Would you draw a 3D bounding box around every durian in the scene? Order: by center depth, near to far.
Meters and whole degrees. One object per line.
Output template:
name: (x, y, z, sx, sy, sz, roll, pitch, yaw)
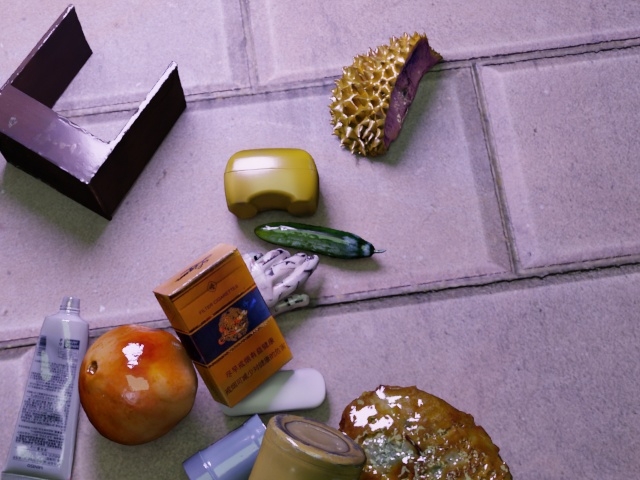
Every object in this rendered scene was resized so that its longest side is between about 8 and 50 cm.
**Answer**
durian: (0.104, -0.297, 1.810, 0.186, 0.154, 0.261, 3, 64, 26)

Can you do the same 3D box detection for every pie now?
pie: (0.169, 0.413, 1.600, 0.288, 0.103, 0.355, -38, 70, -10)

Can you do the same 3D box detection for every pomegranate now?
pomegranate: (-0.313, 0.248, 1.596, 0.209, 0.209, 0.209, 0, 74, 0)

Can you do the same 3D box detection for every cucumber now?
cucumber: (0.000, 0.000, 1.747, 0.250, 0.056, 0.056, 12, 74, 4)

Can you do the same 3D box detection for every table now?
table: (-0.434, -0.238, 1.747, 0.250, 0.196, 0.282, 29, 73, 9)

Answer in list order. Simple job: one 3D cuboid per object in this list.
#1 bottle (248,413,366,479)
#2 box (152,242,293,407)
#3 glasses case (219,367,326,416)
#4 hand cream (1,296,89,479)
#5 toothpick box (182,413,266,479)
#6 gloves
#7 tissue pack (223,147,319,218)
bottle: (-0.059, 0.476, 1.518, 0.171, 0.171, 0.351, 20, 96, 6)
box: (-0.162, 0.144, 1.591, 0.152, 0.070, 0.237, -37, 112, -27)
glasses case: (-0.086, 0.272, 1.667, 0.193, 0.049, 0.074, -6, 73, -1)
hand cream: (-0.476, 0.269, 1.669, 0.124, 0.078, 0.341, 9, 82, 2)
toothpick box: (-0.148, 0.383, 1.609, 0.153, 0.101, 0.101, -32, 76, -10)
gloves: (-0.099, 0.077, 1.699, 0.212, 0.111, 0.128, -28, 73, -1)
tissue pack: (-0.091, -0.112, 1.742, 0.178, 0.123, 0.127, -3, 78, 0)
